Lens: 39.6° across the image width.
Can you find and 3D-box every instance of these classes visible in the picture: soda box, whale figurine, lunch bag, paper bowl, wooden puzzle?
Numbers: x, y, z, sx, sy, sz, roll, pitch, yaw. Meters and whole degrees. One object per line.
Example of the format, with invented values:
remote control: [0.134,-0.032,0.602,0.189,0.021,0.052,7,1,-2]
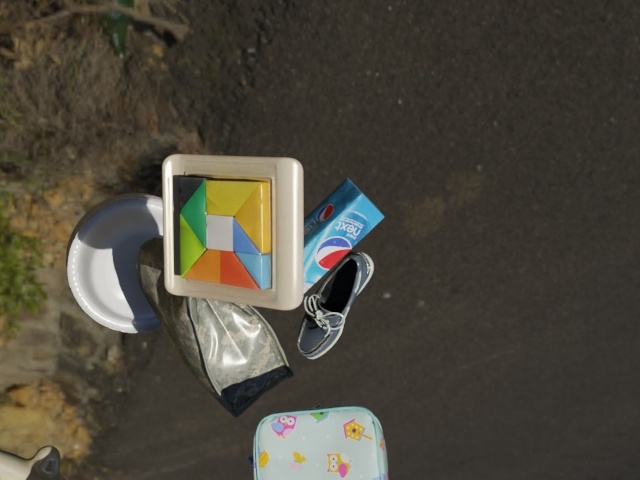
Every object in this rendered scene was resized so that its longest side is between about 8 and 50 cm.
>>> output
soda box: [0.000,0.000,1.473,0.210,0.071,0.067,-44,123,5]
whale figurine: [-0.509,0.395,1.405,0.216,0.272,0.141,-40,-162,-16]
lunch bag: [-0.002,0.402,1.436,0.224,0.279,0.108,-6,167,8]
paper bowl: [-0.375,0.050,1.831,0.284,0.284,0.148,3,-172,-18]
lunch bag: [-0.202,0.132,1.611,0.169,0.235,0.287,-35,126,-17]
wooden puzzle: [-0.137,-0.015,1.317,0.238,0.221,0.044,4,-171,28]

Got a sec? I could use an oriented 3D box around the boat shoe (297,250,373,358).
boat shoe: [0.021,0.135,1.814,0.254,0.095,0.079,-55,162,14]
